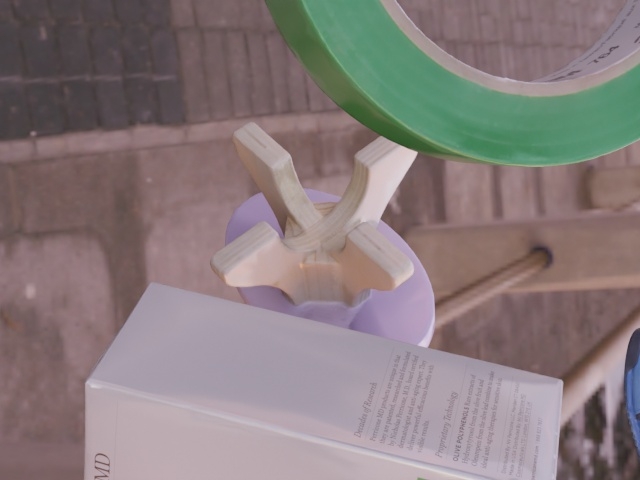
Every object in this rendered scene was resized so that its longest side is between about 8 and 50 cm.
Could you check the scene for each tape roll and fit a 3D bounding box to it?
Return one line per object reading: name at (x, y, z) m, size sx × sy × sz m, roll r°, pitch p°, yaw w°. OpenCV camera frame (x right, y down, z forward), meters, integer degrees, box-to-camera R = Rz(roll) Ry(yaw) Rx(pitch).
tape roll at (0.117, -0.205, 0.739) m, size 0.077 × 0.321 × 0.321 m, roll -162°, pitch -116°, yaw -73°

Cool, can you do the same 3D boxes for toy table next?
toy table at (0.000, 0.000, 1.261) m, size 0.252 × 0.274 × 0.161 m, roll -47°, pitch 151°, yaw -26°

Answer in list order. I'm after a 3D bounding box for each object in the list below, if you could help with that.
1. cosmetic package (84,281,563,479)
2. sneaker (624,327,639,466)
cosmetic package at (-0.001, 0.186, 1.017) m, size 0.155 × 0.365 × 0.197 m, roll -68°, pitch 166°, yaw -57°
sneaker at (0.297, 0.170, 0.983) m, size 0.069 × 0.082 × 0.209 m, roll 5°, pitch 76°, yaw -55°
